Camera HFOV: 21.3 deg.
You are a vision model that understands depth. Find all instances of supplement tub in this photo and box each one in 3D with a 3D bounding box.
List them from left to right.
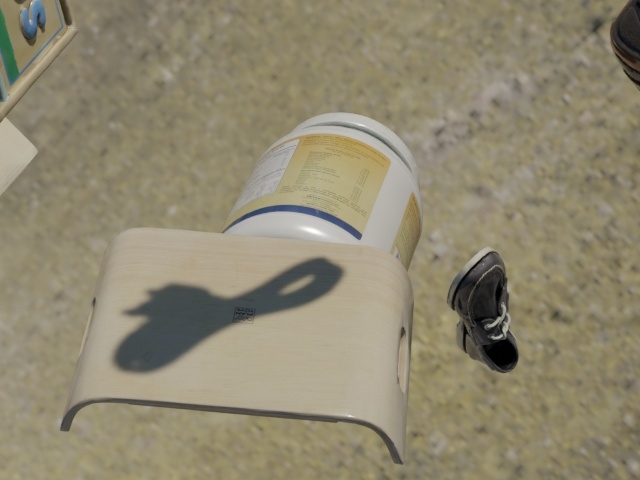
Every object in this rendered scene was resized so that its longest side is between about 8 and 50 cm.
[{"bbox_3d":[0.000,0.000,2.071,0.228,0.228,0.316,-27,20,28],"label":"supplement tub"}]

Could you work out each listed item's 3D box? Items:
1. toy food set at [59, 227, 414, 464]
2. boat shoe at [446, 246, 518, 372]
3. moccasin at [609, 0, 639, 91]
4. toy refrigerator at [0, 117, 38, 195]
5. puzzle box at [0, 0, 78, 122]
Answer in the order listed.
[{"bbox_3d":[-0.070,0.102,1.551,0.306,0.092,0.220,4,42,3],"label":"toy food set"},{"bbox_3d":[0.179,0.075,1.763,0.075,0.206,0.065,-41,64,-15],"label":"boat shoe"},{"bbox_3d":[0.476,-0.311,1.879,0.139,0.147,0.380,33,84,29],"label":"moccasin"},{"bbox_3d":[-0.407,-0.054,1.742,0.269,0.102,0.094,-30,20,47],"label":"toy refrigerator"},{"bbox_3d":[-0.308,-0.275,1.305,0.052,0.409,0.272,2,36,20],"label":"puzzle box"}]
